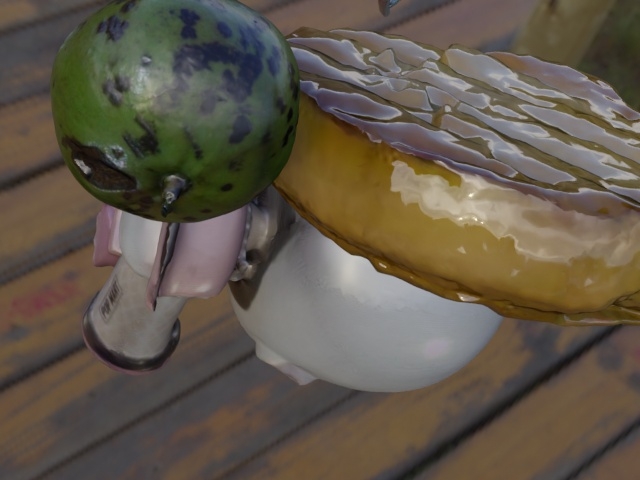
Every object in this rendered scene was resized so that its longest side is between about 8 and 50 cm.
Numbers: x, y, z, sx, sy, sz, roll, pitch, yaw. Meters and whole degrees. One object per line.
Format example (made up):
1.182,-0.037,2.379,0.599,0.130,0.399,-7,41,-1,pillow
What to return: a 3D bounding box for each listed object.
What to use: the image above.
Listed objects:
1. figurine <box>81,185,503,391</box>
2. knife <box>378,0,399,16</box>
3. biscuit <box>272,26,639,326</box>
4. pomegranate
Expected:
-0.003,0.009,1.335,0.361,0.253,0.211,7,21,-31,figurine
0.089,-0.309,1.556,0.123,0.278,0.053,-40,63,-7,knife
0.099,-0.036,0.965,0.296,0.102,0.296,16,19,-6,biscuit
-0.071,-0.077,0.823,0.122,0.122,0.161,11,35,-19,pomegranate
